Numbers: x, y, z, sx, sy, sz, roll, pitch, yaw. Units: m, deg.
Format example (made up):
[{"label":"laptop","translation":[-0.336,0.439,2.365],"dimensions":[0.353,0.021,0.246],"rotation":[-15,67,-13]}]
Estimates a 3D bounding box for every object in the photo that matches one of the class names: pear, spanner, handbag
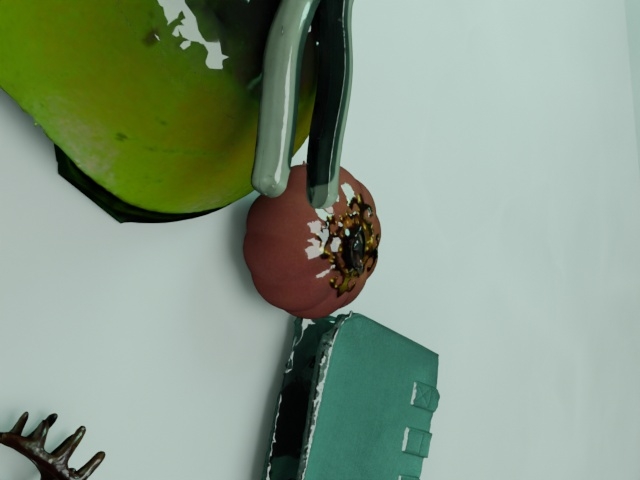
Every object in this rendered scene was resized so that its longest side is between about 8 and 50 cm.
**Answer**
[{"label":"pear","translation":[-0.100,-0.214,0.533],"dimensions":[0.398,0.165,0.400],"rotation":[-3,94,-48]},{"label":"spanner","translation":[-0.003,-0.191,0.488],"dimensions":[0.095,0.040,0.325],"rotation":[11,84,-49]},{"label":"handbag","translation":[0.042,0.243,0.772],"dimensions":[0.274,0.100,0.269],"rotation":[26,69,-47]}]

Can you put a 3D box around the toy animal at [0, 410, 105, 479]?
[{"label":"toy animal","translation":[-0.214,0.294,0.451],"dimensions":[0.243,0.087,0.260],"rotation":[40,67,-5]}]

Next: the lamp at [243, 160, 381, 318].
[{"label":"lamp","translation":[0.000,0.000,0.676],"dimensions":[0.182,0.140,0.182],"rotation":[-11,104,-51]}]
